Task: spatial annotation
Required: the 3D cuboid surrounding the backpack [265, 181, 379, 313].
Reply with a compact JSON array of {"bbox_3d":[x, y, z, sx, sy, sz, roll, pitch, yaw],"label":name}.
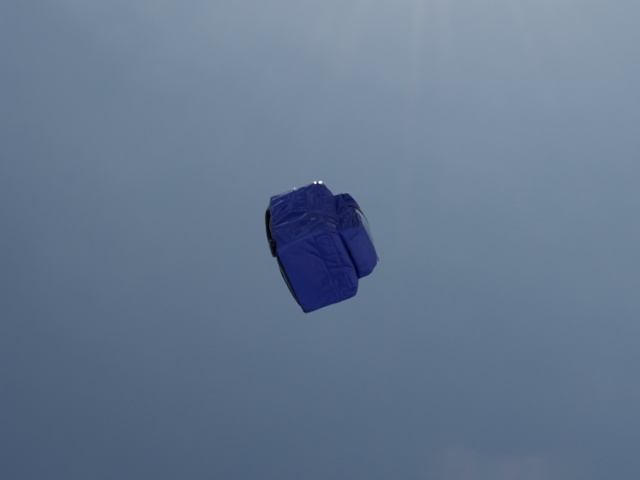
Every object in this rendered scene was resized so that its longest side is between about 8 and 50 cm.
[{"bbox_3d":[0.000,0.000,1.292,0.101,0.098,0.120,-18,-149,-1],"label":"backpack"}]
